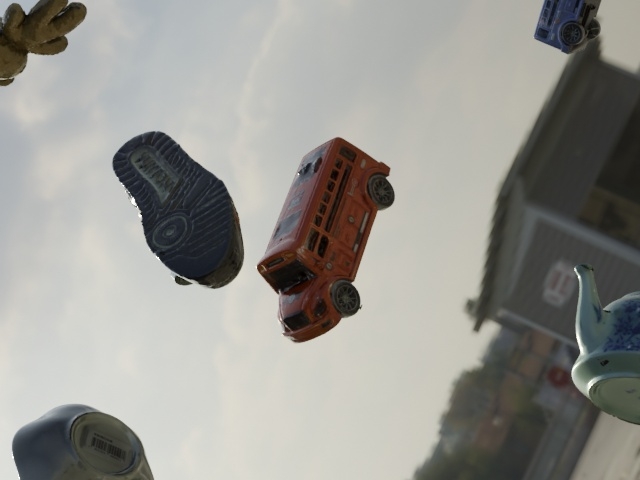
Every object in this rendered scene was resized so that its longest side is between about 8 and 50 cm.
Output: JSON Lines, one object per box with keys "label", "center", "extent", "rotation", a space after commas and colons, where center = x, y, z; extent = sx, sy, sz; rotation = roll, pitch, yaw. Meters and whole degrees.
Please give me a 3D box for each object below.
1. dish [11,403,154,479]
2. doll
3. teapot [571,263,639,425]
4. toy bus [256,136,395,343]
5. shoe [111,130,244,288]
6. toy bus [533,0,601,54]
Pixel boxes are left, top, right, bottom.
{"label": "dish", "center": [-0.262, 0.253, 1.558], "extent": [0.066, 0.190, 0.191], "rotation": [-51, -3, 32]}
{"label": "doll", "center": [-0.218, -0.149, 0.996], "extent": [0.061, 0.093, 0.051], "rotation": [33, -126, -53]}
{"label": "teapot", "center": [0.367, 0.115, 1.458], "extent": [0.159, 0.232, 0.159], "rotation": [-55, 17, 27]}
{"label": "toy bus", "center": [0.000, 0.000, 2.175], "extent": [0.143, 0.153, 0.329], "rotation": [-26, 37, 49]}
{"label": "shoe", "center": [-0.142, -0.009, 1.556], "extent": [0.109, 0.293, 0.149], "rotation": [-35, -48, -4]}
{"label": "toy bus", "center": [0.338, -0.333, 1.747], "extent": [0.073, 0.076, 0.167], "rotation": [-21, -48, -55]}
